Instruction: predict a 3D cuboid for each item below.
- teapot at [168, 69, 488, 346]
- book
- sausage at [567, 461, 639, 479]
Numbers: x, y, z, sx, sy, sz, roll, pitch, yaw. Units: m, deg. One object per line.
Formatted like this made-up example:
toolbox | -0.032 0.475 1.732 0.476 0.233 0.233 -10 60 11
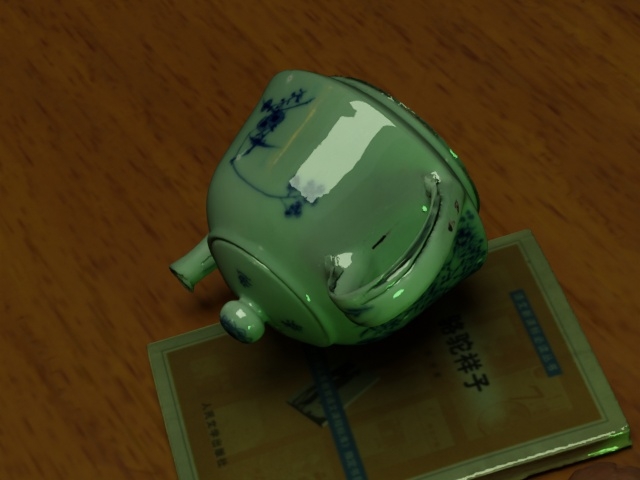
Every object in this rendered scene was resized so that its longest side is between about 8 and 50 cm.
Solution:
teapot | 0.000 0.000 0.953 0.159 0.159 0.232 -37 21 -21
book | 0.032 0.085 0.973 0.241 0.018 0.170 -17 45 -3
sausage | 0.140 0.178 0.825 0.062 0.062 0.154 -1 48 13
